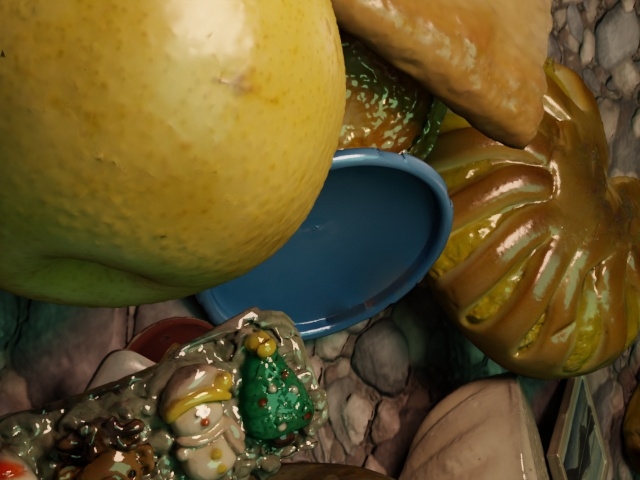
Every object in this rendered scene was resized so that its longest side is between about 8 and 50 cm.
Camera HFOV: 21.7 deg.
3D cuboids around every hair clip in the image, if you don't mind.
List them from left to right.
[{"bbox_3d":[-0.142,0.162,1.276,0.321,0.091,0.138,-23,100,-13],"label":"hair clip"}]

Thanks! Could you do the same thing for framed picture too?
[{"bbox_3d":[0.284,0.241,1.826,0.203,0.015,0.150,-59,136,-60],"label":"framed picture"}]

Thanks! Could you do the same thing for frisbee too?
[{"bbox_3d":[0.000,0.000,1.474,0.242,0.045,0.242,-16,141,-13],"label":"frisbee"}]

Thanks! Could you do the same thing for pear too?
[{"bbox_3d":[-0.145,-0.116,1.188,0.348,0.348,0.348,-7,100,-45],"label":"pear"}]

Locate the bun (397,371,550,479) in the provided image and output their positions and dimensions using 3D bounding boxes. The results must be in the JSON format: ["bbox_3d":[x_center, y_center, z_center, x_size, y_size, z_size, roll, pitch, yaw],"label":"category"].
[{"bbox_3d":[0.145,0.269,1.654,0.263,0.175,0.263,-13,90,-82],"label":"bun"}]

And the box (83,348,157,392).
[{"bbox_3d":[-0.176,0.237,1.340,0.142,0.044,0.285,30,85,-16],"label":"box"}]

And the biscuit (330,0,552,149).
[{"bbox_3d":[0.050,-0.356,1.423,0.446,0.104,0.429,32,53,-29],"label":"biscuit"}]

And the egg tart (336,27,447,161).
[{"bbox_3d":[0.018,-0.135,1.466,0.241,0.106,0.241,-8,111,-20],"label":"egg tart"}]

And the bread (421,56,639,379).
[{"bbox_3d":[0.214,-0.026,1.627,0.333,0.160,0.333,22,57,-39],"label":"bread"}]

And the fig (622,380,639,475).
[{"bbox_3d":[0.427,0.210,1.960,0.144,0.154,0.165,19,50,-30],"label":"fig"}]

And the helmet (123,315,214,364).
[{"bbox_3d":[-0.103,0.156,1.428,0.175,0.106,0.155,-48,126,-25],"label":"helmet"}]

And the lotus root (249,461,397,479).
[{"bbox_3d":[0.008,0.296,1.445,0.267,0.260,0.149,-30,115,-39],"label":"lotus root"}]
